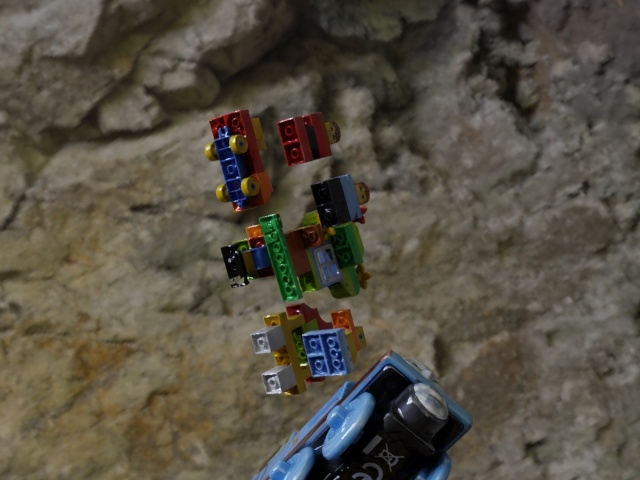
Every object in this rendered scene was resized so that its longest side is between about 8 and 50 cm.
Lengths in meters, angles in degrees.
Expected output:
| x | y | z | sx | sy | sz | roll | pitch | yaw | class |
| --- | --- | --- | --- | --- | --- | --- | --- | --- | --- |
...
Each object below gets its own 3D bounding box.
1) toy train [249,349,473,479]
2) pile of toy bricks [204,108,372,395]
| x | y | z | sx | sy | sz | roll | pitch | yaw | class |
| --- | --- | --- | --- | --- | --- | --- | --- | --- | --- |
| 0.010 | 0.140 | 0.577 | 0.080 | 0.184 | 0.105 | 38 | -160 | -4 | toy train |
| 0.000 | 0.000 | 0.728 | 0.105 | 0.118 | 0.212 | -22 | -81 | -53 | pile of toy bricks |
